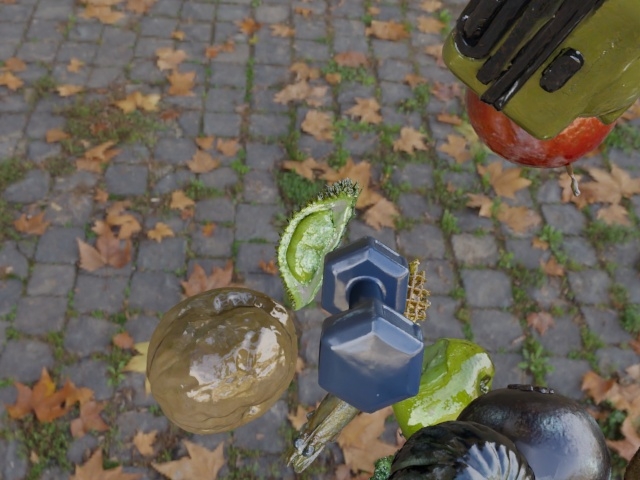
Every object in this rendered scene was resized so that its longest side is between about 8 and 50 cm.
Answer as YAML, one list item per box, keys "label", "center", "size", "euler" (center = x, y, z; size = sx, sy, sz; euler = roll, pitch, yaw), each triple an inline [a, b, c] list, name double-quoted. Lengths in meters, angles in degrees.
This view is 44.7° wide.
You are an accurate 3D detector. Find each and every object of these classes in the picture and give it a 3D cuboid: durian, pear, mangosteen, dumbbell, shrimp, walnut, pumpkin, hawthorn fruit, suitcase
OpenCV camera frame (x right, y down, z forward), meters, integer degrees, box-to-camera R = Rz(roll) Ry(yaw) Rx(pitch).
- label: "durian"
  center: [0.000, 0.000, 1.945]
  size: [0.169, 0.352, 0.158]
  euler: [30, 6, 36]
- label: "pear"
  center: [0.315, 0.368, 2.014]
  size: [0.281, 0.176, 0.286]
  euler: [-22, 27, 11]
- label: "mangosteen"
  center: [0.355, 0.392, 1.347]
  size: [0.288, 0.288, 0.288]
  euler: [4, 45, -4]
- label: "dumbbell"
  center: [0.070, 0.115, 1.167]
  size: [0.156, 0.144, 0.316]
  euler: [-24, 20, 10]
- label: "shrimp"
  center: [0.045, 0.344, 1.584]
  size: [0.317, 0.168, 0.077]
  euler: [-43, 69, -12]
- label: "walnut"
  center: [-0.251, 0.306, 1.961]
  size: [0.383, 0.384, 0.384]
  euler: [4, 45, -4]
- label: "pumpkin"
  center: [0.186, 0.345, 1.007]
  size: [0.220, 0.162, 0.221]
  euler: [10, 70, -28]
- label: "hawthorn fruit"
  center: [0.363, -0.197, 1.225]
  size: [0.242, 0.242, 0.272]
  euler: [-29, 96, -31]
- label: "suitcase"
  center: [0.217, -0.195, 0.573]
  size: [0.143, 0.194, 0.235]
  euler: [40, 65, 1]

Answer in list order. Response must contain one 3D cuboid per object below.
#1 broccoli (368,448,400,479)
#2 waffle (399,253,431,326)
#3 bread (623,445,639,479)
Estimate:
- label: "broccoli"
  center: [0.203, 0.568, 1.794]
  size: [0.195, 0.156, 0.195]
  euler: [22, 38, -18]
- label: "waffle"
  center: [0.190, 0.154, 1.987]
  size: [0.228, 0.232, 0.051]
  euler: [-36, 25, -31]
- label: "bread"
  center: [0.763, 0.487, 1.547]
  size: [0.416, 0.165, 0.113]
  euler: [32, 3, -34]
